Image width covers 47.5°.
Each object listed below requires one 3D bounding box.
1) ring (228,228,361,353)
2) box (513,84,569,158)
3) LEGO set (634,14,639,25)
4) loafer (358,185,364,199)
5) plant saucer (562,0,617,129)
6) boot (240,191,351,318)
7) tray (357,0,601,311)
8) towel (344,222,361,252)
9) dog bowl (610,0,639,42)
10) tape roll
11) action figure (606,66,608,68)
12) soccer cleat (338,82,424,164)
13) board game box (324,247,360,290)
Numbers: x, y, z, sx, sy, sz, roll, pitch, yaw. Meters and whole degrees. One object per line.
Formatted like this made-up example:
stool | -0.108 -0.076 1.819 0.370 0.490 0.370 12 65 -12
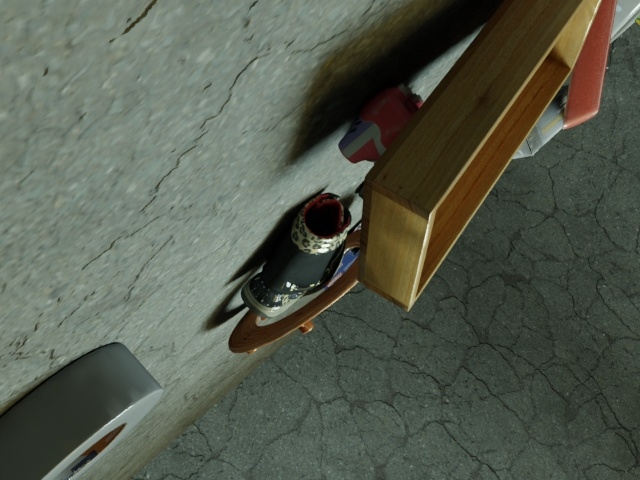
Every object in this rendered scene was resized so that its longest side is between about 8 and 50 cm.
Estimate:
ring | -0.014 0.083 1.220 0.336 0.032 0.336 -34 -169 7
box | 0.324 -0.202 1.318 0.231 0.056 0.183 -5 -152 50
LEGO set | 0.692 -0.405 1.198 0.255 0.192 0.331 -43 173 1
loafer | 0.142 -0.085 1.296 0.096 0.084 0.267 -46 172 22
plant saucer | 0.414 -0.296 1.102 0.259 0.047 0.258 -22 120 -68
boot | 0.001 0.002 1.041 0.236 0.085 0.178 -37 168 -50
tray | 0.179 -0.138 0.777 0.411 0.076 0.203 -53 162 -24
towel | 0.058 0.010 1.645 0.197 0.029 0.144 -43 176 4
dog bowl | 0.595 -0.497 1.315 0.349 0.102 0.349 -43 172 -7
tape roll | -0.274 0.208 0.773 0.219 0.072 0.219 -42 173 -6
action figure | 0.517 -0.355 1.616 0.091 0.139 0.280 -42 171 -21
soccer cleat | 0.088 -0.120 0.840 0.095 0.083 0.248 -34 173 14
board game box | 0.097 0.037 1.676 0.194 0.060 0.194 -44 178 10
